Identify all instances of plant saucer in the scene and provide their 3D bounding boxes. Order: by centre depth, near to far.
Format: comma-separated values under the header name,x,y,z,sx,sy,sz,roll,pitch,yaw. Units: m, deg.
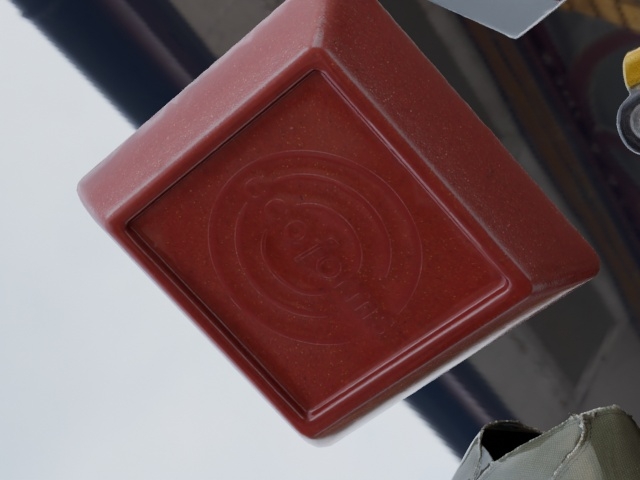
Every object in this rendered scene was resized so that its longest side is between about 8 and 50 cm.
name,x,y,z,sx,sy,sz,roll,pitch,yaw
plant saucer,0.000,0.000,0.930,0.258,0.259,0.047,48,-151,-11

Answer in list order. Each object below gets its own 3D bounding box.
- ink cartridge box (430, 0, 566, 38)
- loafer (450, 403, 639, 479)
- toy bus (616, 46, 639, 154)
name,x,y,z,sx,sy,sz,roll,pitch,yaw
ink cartridge box,0.117,-0.255,0.675,0.197,0.114,0.272,154,138,-82
loafer,0.123,0.150,0.848,0.094,0.251,0.087,4,-108,-25
toy bus,0.310,0.016,1.014,0.108,0.130,0.332,-4,-100,-65
